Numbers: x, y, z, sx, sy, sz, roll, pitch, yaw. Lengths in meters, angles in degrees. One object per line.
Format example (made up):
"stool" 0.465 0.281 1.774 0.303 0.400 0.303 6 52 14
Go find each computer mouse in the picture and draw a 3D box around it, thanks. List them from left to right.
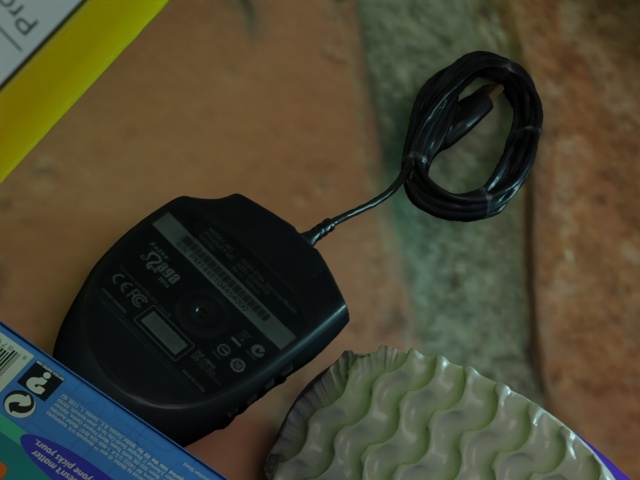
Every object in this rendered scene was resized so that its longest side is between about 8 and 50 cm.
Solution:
"computer mouse" 0.000 0.000 0.614 0.071 0.041 0.242 46 52 13

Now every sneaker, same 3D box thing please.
"sneaker" 0.111 0.147 0.577 0.293 0.146 0.102 33 84 19

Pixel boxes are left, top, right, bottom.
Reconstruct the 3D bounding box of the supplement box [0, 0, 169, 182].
"supplement box" -0.113 -0.154 0.498 0.194 0.195 0.356 48 58 -16

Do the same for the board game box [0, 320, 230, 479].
"board game box" -0.104 0.130 0.452 0.160 0.047 0.210 34 53 7
